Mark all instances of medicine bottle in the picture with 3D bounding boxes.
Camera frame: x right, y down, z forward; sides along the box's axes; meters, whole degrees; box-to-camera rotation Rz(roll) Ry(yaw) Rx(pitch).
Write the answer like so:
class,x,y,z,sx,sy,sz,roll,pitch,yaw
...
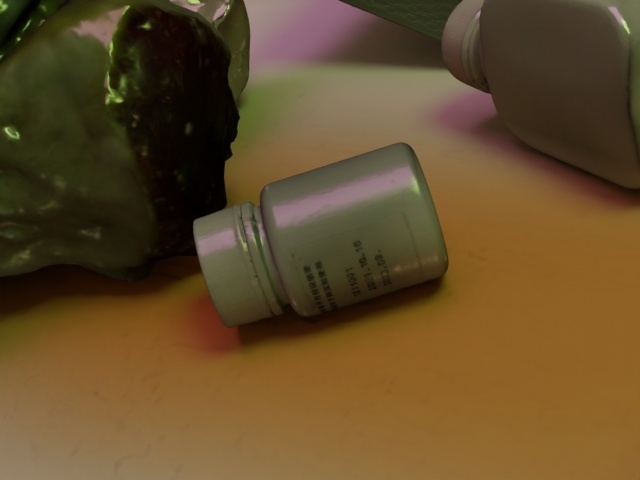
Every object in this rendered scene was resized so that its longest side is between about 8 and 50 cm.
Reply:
class,x,y,z,sx,sy,sz,roll,pitch,yaw
medicine bottle,0.151,-0.108,0.607,0.069,0.119,0.183,-30,31,-17
medicine bottle,0.000,0.000,0.556,0.130,0.080,0.080,-17,32,3

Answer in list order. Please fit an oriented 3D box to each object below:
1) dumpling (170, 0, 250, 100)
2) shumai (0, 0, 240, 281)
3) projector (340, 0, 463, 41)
class,x,y,z,sx,sy,sz,roll,pitch,yaw
dumpling,-0.133,-0.139,0.794,0.247,0.142,0.172,-40,29,16
shumai,-0.181,-0.070,0.669,0.263,0.304,0.309,15,79,4
projector,0.107,-0.267,0.808,0.250,0.108,0.198,26,48,18
